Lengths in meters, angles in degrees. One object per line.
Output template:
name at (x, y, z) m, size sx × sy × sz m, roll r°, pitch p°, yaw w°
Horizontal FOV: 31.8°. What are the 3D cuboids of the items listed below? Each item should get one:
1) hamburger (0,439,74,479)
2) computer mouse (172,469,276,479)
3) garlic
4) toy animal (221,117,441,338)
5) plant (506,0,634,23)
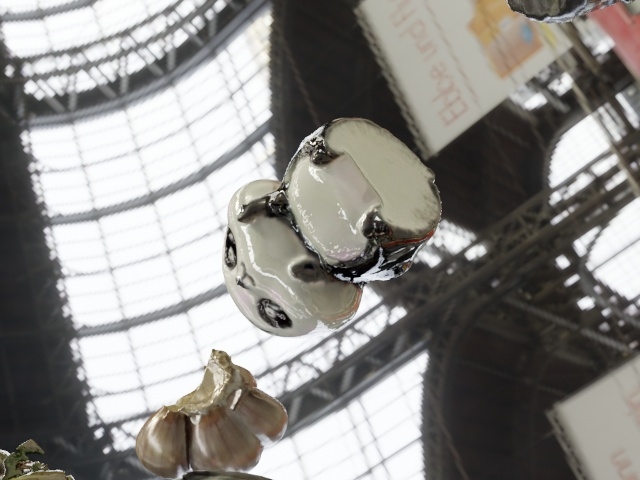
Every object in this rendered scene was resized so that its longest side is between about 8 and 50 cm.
hamburger at (-0.201, 0.234, 0.691) m, size 0.129 × 0.183 × 0.206 m, roll 17°, pitch -150°, yaw -7°
computer mouse at (-0.138, 0.280, 0.878) m, size 0.158 × 0.310 × 0.072 m, roll 23°, pitch -142°, yaw -39°
garlic at (-0.157, 0.294, 1.711) m, size 0.160 × 0.214 × 0.191 m, roll 31°, pitch 160°, yaw 30°
toy animal at (0.000, 0.000, 1.577) m, size 0.251 × 0.310 × 0.251 m, roll 31°, pitch -143°, yaw -27°
plant at (0.216, -0.276, 0.849) m, size 0.234 × 0.204 × 0.178 m, roll -27°, pitch -121°, yaw -27°
